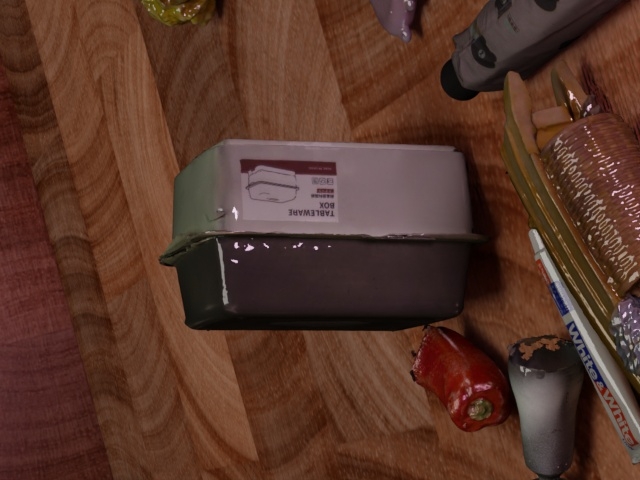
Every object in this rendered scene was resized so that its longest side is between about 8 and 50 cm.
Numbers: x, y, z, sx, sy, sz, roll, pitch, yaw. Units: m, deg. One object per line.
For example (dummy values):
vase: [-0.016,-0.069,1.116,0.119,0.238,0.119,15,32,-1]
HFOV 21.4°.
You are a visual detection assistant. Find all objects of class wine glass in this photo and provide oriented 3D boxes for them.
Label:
wine glass: [0.201,0.168,1.508,0.072,0.072,0.155,-141,41,-58]

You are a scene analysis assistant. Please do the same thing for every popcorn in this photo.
popcorn: [-0.185,-0.328,2.141,0.121,0.106,0.116,119,143,-61]

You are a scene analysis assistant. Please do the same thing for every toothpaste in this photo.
toothpaste: [0.232,0.086,1.439,0.218,0.033,0.052,67,162,12]

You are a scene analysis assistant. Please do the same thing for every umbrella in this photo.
umbrella: [0.174,-0.182,1.357,0.337,0.073,0.067,139,134,-68]

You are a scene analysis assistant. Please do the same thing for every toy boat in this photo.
toy boat: [0.228,-0.008,1.302,0.115,0.089,0.310,112,140,-53]

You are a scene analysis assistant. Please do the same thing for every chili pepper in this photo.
chili pepper: [0.139,0.139,1.656,0.070,0.073,0.123,39,-174,-35]

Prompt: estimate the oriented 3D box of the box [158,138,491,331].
box: [0.000,0.000,1.626,0.220,0.290,0.166,157,113,-70]

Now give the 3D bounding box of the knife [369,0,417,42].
knife: [0.005,-0.350,1.732,0.132,0.038,0.398,93,153,-46]
